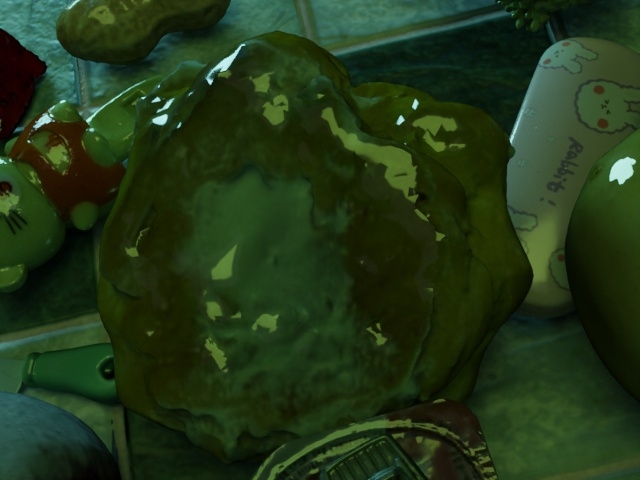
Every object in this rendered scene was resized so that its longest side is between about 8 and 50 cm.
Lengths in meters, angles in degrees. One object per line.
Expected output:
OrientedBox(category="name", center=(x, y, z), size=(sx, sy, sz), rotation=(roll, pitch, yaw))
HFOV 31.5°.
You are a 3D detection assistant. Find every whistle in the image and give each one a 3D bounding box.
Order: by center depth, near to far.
OrientedBox(category="whistle", center=(-0.253, -0.066, 1.108), size=(0.288, 0.106, 0.131), rotation=(-42, 70, -14))

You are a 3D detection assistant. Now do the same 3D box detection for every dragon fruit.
OrientedBox(category="dragon fruit", center=(-0.376, -0.137, 1.203), size=(0.092, 0.122, 0.192), rotation=(-22, 55, 43))

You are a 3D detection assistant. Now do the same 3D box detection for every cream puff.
OrientedBox(category="cream puff", center=(0.000, 0.000, 0.965), size=(0.378, 0.275, 0.378), rotation=(0, 89, 18))

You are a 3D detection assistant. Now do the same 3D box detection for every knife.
OrientedBox(category="knife", center=(-0.291, 0.129, 1.055), size=(0.260, 0.034, 0.063), rotation=(-3, 67, 14))

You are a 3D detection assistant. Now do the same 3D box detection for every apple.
OrientedBox(category="apple", center=(0.320, 0.024, 0.890), size=(0.262, 0.262, 0.262), rotation=(-4, 61, 7))

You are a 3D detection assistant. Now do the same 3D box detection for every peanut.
OrientedBox(category="peanut", center=(-0.186, -0.241, 1.210), size=(0.193, 0.089, 0.089), rotation=(-25, 61, -5))

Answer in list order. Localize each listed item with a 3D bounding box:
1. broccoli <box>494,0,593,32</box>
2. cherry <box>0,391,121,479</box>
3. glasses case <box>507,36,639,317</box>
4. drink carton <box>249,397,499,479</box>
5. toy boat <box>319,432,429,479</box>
OrientedBox(category="broccoli", center=(0.217, -0.340, 1.119), size=(0.288, 0.260, 0.235), rotation=(23, 41, -28))
OrientedBox(category="cherry", center=(-0.275, 0.243, 0.878), size=(0.296, 0.218, 0.255), rotation=(-1, 66, 13))
OrientedBox(category="glasses case", center=(0.226, -0.065, 1.053), size=(0.113, 0.075, 0.296), rotation=(17, 66, 14))
OrientedBox(category="drink carton", center=(0.049, 0.247, 0.842), size=(0.191, 0.189, 0.185), rotation=(-17, 61, -1))
OrientedBox(category="toy boat", center=(0.083, 0.231, 0.687), size=(0.078, 0.085, 0.260), rotation=(-29, 57, -8))
